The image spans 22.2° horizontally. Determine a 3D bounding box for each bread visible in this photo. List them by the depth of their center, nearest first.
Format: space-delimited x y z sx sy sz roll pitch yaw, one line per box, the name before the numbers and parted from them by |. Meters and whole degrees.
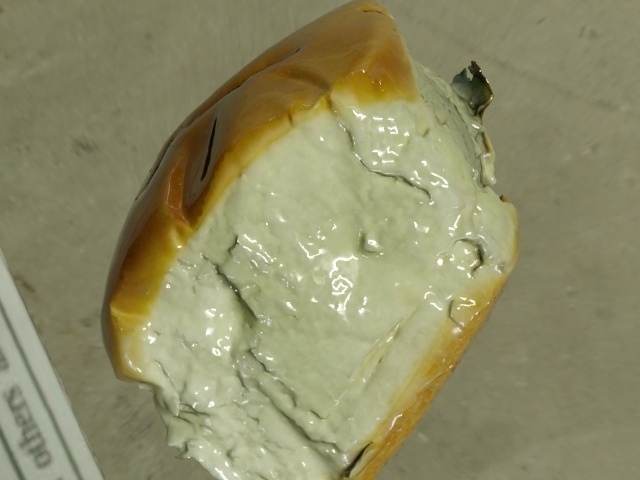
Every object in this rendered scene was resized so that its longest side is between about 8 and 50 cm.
bread | 0.000 0.000 1.008 0.225 0.250 0.279 38 106 -3

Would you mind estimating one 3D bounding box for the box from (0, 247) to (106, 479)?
box | -0.082 0.087 0.318 0.115 0.036 0.177 -29 97 -43
